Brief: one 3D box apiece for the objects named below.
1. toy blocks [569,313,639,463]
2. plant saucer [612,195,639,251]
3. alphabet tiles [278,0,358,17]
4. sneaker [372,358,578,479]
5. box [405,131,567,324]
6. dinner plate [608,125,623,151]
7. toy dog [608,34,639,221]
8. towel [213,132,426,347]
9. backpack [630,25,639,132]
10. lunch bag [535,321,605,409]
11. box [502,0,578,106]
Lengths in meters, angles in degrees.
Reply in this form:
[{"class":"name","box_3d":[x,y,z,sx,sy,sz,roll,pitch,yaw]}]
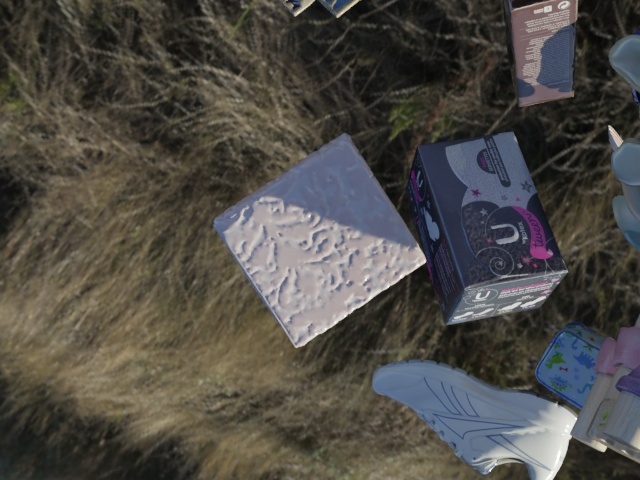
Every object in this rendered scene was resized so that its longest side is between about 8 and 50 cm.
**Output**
[{"class":"toy blocks","box_3d":[0.432,0.132,0.768,0.288,0.260,0.309,27,172,18]},{"class":"plant saucer","box_3d":[0.540,0.002,1.270,0.195,0.037,0.195,37,178,1]},{"class":"alphabet tiles","box_3d":[0.021,-0.588,1.541,0.285,0.342,0.011,47,169,14]},{"class":"sneaker","box_3d":[0.205,0.250,1.124,0.297,0.129,0.111,15,168,22]},{"class":"box","box_3d":[0.244,-0.021,1.210,0.163,0.247,0.142,-10,155,-8]},{"class":"dinner plate","box_3d":[0.653,-0.185,1.720,0.017,0.141,0.141,-31,117,27]},{"class":"toy dog","box_3d":[0.552,-0.062,1.093,0.284,0.408,0.395,-5,149,38]},{"class":"towel","box_3d":[0.000,0.000,1.615,0.317,0.331,0.053,57,-177,1]},{"class":"backpack","box_3d":[0.762,-0.365,1.645,0.276,0.213,0.263,-19,157,27]},{"class":"lunch bag","box_3d":[0.641,0.315,1.915,0.219,0.090,0.176,31,117,20]},{"class":"box","box_3d":[0.472,-0.476,1.735,0.143,0.191,0.381,-10,156,14]}]
